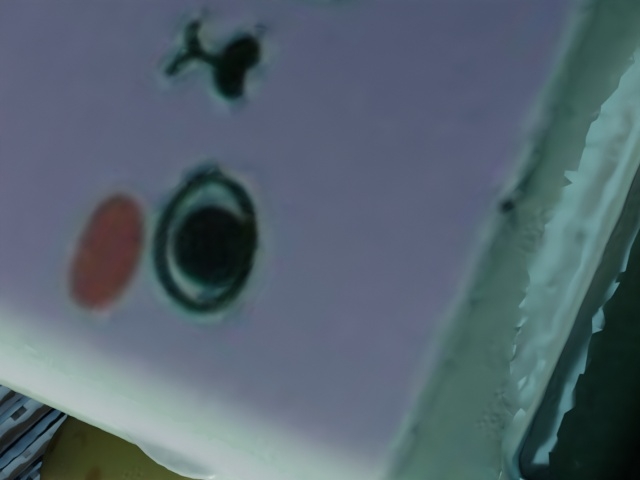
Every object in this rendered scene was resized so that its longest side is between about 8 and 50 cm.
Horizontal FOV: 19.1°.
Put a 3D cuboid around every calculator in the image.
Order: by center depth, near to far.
[{"bbox_3d":[0.000,-0.024,0.347,0.141,0.246,0.045,-66,167,-3],"label":"calculator"}]

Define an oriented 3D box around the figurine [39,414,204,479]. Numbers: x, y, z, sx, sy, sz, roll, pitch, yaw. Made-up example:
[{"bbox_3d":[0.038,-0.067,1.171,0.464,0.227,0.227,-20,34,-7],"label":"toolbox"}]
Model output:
[{"bbox_3d":[0.000,0.000,0.406,0.114,0.108,0.196,3,100,2],"label":"figurine"}]
